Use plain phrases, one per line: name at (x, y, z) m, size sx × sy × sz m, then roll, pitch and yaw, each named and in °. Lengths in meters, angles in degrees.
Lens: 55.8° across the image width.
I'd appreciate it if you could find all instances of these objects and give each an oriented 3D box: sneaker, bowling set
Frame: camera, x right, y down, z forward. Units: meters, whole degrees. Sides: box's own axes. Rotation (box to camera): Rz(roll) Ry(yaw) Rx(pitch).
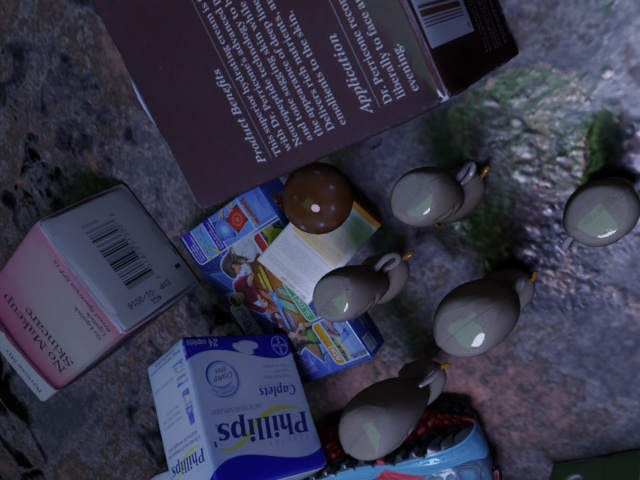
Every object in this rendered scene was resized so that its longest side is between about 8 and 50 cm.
sneaker at (0.057, 0.251, 0.615) m, size 0.261 × 0.104 × 0.125 m, roll -23°, pitch 102°, yaw 37°
bowling set at (0.082, 0.003, 0.464) m, size 0.287 × 0.154 × 0.200 m, roll -47°, pitch 73°, yaw 23°

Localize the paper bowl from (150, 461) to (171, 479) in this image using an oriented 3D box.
paper bowl at (-0.112, 0.396, 0.762) m, size 0.284 × 0.148 × 0.285 m, roll 14°, pitch 120°, yaw 26°

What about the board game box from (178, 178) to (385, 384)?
board game box at (-0.044, 0.049, 0.618) m, size 0.136 × 0.035 × 0.201 m, roll -29°, pitch 96°, yaw 37°

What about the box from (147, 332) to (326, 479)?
box at (-0.077, 0.163, 0.560) m, size 0.072 × 0.126 × 0.137 m, roll -40°, pitch 59°, yaw 36°

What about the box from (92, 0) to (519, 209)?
box at (-0.005, -0.149, 0.413) m, size 0.203 × 0.167 × 0.169 m, roll -18°, pitch 104°, yaw 36°

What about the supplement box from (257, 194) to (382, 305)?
supplement box at (0.000, 0.000, 0.540) m, size 0.062 × 0.036 × 0.098 m, roll 43°, pitch 100°, yaw 0°

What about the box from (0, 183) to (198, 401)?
box at (-0.282, 0.067, 0.713) m, size 0.232 × 0.127 × 0.149 m, roll -37°, pitch 92°, yaw 38°

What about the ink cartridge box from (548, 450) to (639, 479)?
ink cartridge box at (0.278, 0.212, 0.457) m, size 0.209 × 0.109 × 0.062 m, roll -28°, pitch 96°, yaw 37°
